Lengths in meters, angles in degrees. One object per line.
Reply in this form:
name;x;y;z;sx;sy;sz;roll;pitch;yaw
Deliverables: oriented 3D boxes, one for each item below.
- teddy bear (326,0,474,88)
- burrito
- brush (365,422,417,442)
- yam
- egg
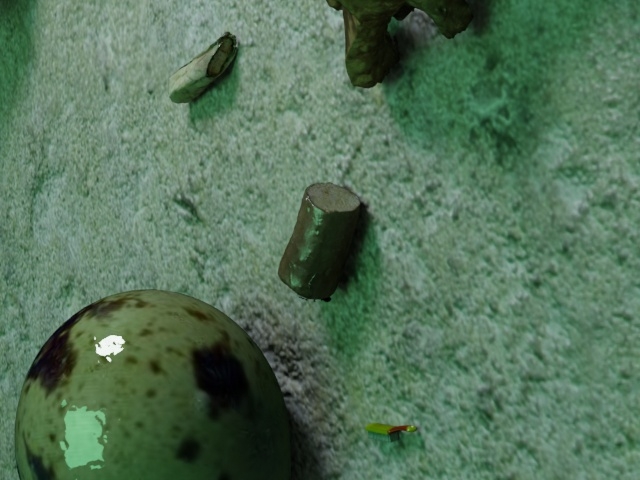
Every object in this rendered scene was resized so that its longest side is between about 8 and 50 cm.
teddy bear;0.096;-0.327;1.637;0.296;0.223;0.246;65;-177;-75
burrito;-0.164;-0.233;2.033;0.149;0.041;0.055;-30;54;48
brush;0.087;0.228;1.743;0.083;0.019;0.021;-7;95;52
yam;-0.001;0.001;1.803;0.084;0.084;0.127;42;125;43
egg;-0.204;0.274;1.854;0.345;0.345;0.428;-16;88;51
